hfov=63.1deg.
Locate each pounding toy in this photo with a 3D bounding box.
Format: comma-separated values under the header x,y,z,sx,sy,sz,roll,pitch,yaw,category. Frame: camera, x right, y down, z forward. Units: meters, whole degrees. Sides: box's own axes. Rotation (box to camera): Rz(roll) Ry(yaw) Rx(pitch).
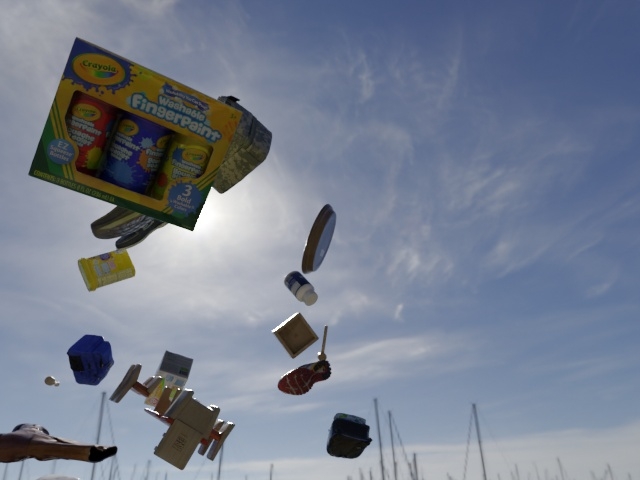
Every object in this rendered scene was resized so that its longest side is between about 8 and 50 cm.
x,y,z,sx,sy,sz,roll,pitch,yaw,category
-0.054,0.382,2.015,0.181,0.206,0.094,-36,-1,-14,pounding toy

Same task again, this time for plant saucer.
x,y,z,sx,sy,sz,roll,pitch,yaw,category
0.000,0.000,1.939,0.041,0.278,0.278,20,-27,11,plant saucer

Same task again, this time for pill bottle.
x,y,z,sx,sy,sz,roll,pitch,yaw,category
-0.085,0.219,2.358,0.094,0.169,0.094,-22,-47,-26,pill bottle

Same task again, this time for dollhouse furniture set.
x,y,z,sx,sy,sz,roll,pitch,yaw,category
-0.325,0.398,1.137,0.262,0.135,0.259,39,-27,-16,dollhouse furniture set

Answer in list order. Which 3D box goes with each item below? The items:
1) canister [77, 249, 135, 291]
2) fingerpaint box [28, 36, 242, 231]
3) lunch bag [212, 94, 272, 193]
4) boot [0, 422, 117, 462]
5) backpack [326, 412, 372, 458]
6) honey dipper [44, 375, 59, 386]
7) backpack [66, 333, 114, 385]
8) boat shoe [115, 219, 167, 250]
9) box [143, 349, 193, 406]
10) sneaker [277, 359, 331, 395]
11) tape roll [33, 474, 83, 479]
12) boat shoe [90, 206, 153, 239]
x,y,z,sx,sy,sz,roll,pitch,yaw,category
-0.786,0.105,1.923,0.170,0.126,0.073,-19,-20,-33,canister
-0.494,-0.278,1.427,0.444,0.163,0.371,21,-80,-24,fingerpaint box
-0.362,-0.364,1.934,0.305,0.213,0.256,-30,-52,32,lunch bag
-0.650,0.507,1.307,0.280,0.096,0.264,1,-23,0,boot
0.069,0.501,1.333,0.105,0.084,0.114,13,-51,-3,backpack
-0.976,0.519,1.901,0.030,0.030,0.161,6,-22,-16,honey dipper
-0.614,0.330,1.403,0.101,0.098,0.120,6,-69,14,backpack
-0.658,-0.056,1.935,0.095,0.254,0.079,23,-39,45,boat shoe
-0.571,0.530,1.957,0.114,0.103,0.203,22,-60,-13,box
-0.062,0.474,1.782,0.092,0.088,0.225,-22,-11,41,sneaker
-0.807,0.906,1.549,0.392,0.392,0.072,-1,-7,-3,tape roll
-0.611,-0.125,1.748,0.355,0.130,0.132,-33,-6,-31,boat shoe
